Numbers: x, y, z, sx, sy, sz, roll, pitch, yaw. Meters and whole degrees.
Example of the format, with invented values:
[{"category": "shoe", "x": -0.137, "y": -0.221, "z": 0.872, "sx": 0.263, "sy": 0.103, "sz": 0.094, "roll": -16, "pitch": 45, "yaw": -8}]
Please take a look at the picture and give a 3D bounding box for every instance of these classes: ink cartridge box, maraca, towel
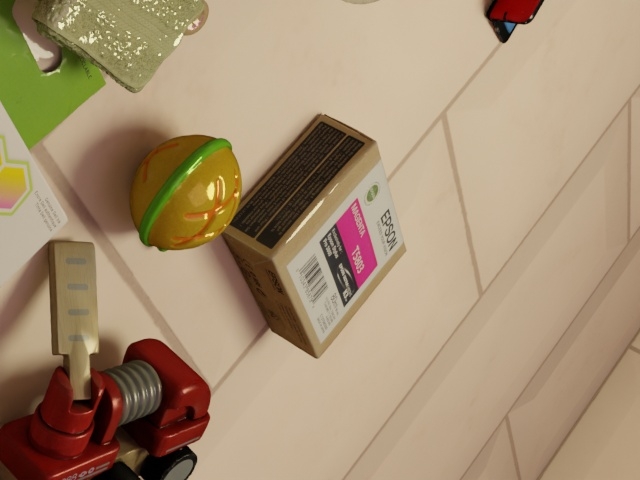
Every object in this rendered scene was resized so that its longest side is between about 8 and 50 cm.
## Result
[{"category": "ink cartridge box", "x": 0.000, "y": 0.000, "z": 1.313, "sx": 0.193, "sy": 0.088, "sz": 0.234, "roll": -49, "pitch": 148, "yaw": -19}, {"category": "maraca", "x": -0.129, "y": -0.042, "z": 1.074, "sx": 0.127, "sy": 0.099, "sz": 0.185, "roll": -47, "pitch": 174, "yaw": -9}, {"category": "towel", "x": -0.156, "y": -0.185, "z": 0.881, "sx": 0.110, "sy": 0.027, "sz": 0.148, "roll": -57, "pitch": 151, "yaw": 1}, {"category": "ink cartridge box", "x": -0.252, "y": -0.088, "z": 0.835, "sx": 0.255, "sy": 0.097, "sz": 0.188, "roll": -47, "pitch": 147, "yaw": -22}]

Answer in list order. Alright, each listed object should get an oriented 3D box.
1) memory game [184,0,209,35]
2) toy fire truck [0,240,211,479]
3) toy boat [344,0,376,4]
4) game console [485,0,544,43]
[{"category": "memory game", "x": -0.137, "y": -0.226, "z": 0.908, "sx": 0.186, "sy": 0.012, "sz": 0.186, "roll": -35, "pitch": 148, "yaw": -27}, {"category": "toy fire truck", "x": -0.207, "y": 0.133, "z": 1.073, "sx": 0.217, "sy": 0.158, "sz": 0.246, "roll": -15, "pitch": 137, "yaw": -52}, {"category": "toy boat", "x": 0.083, "y": -0.376, "z": 1.058, "sx": 0.267, "sy": 0.148, "sz": 0.318, "roll": -44, "pitch": 147, "yaw": -27}, {"category": "game console", "x": 0.296, "y": -0.340, "z": 1.491, "sx": 0.085, "sy": 0.124, "sz": 0.144, "roll": 31, "pitch": 87, "yaw": -34}]
